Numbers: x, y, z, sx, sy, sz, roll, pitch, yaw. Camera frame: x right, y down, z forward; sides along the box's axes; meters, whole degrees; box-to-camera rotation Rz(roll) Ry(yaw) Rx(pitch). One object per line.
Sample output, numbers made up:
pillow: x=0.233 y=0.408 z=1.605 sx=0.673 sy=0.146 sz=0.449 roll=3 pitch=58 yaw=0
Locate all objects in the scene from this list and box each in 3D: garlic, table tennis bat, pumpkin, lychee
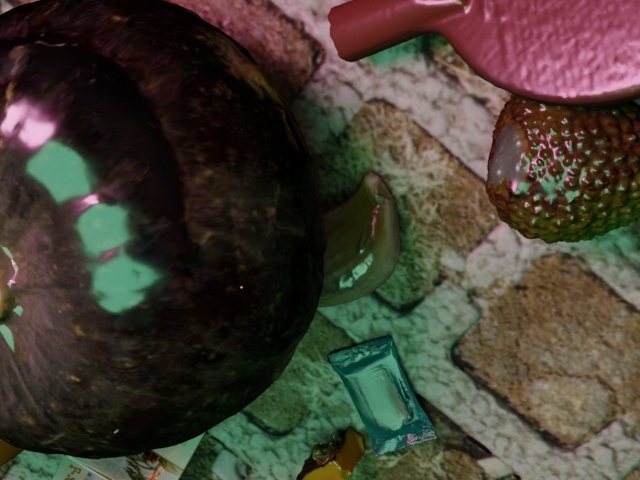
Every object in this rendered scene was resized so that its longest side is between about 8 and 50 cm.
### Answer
garlic: x=-0.005 y=0.011 z=0.962 sx=0.198 sy=0.090 sz=0.129 roll=-15 pitch=94 yaw=29
table tennis bat: x=0.186 y=-0.234 z=0.749 sx=0.414 sy=0.051 sz=0.268 roll=-12 pitch=79 yaw=34
pumpkin: x=-0.211 y=-0.014 z=0.851 sx=0.454 sy=0.344 sz=0.455 roll=7 pitch=107 yaw=22
pumpkin: x=0.008 y=0.269 z=1.069 sx=0.083 sy=0.074 sz=0.054 roll=-39 pitch=93 yaw=27
lychee: x=0.235 y=-0.070 z=0.810 sx=0.171 sy=0.171 sz=0.171 roll=6 pitch=115 yaw=14

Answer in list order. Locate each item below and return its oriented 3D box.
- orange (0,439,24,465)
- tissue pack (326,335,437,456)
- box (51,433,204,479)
orange: x=-0.443 y=0.142 z=1.025 sx=0.284 sy=0.284 sz=0.226 roll=45 pitch=121 yaw=-6
tissue pack: x=0.072 y=0.182 z=1.039 sx=0.085 sy=0.028 sz=0.138 roll=-22 pitch=101 yaw=20
box: x=-0.242 y=0.265 z=1.144 sx=0.149 sy=0.067 sz=0.233 roll=31 pitch=119 yaw=2
